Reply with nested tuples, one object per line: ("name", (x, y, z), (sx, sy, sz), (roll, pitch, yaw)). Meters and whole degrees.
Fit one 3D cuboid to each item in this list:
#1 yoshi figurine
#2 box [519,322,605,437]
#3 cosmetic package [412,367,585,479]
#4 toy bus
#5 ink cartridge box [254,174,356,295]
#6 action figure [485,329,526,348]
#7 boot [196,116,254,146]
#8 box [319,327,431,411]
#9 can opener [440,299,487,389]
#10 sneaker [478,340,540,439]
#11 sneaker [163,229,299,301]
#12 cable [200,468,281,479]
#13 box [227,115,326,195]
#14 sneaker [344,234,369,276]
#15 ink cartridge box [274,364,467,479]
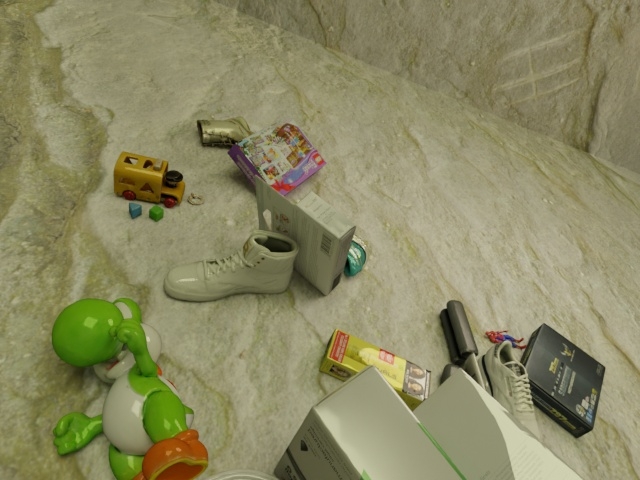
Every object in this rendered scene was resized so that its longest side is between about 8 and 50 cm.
("yoshi figurine", (-0.326, 0.228, 0.652), (0.203, 0.203, 0.362), (-18, 49, -26))
("box", (0.605, 0.342, 1.048), (0.183, 0.059, 0.232), (38, 44, 18))
("cosmetic package", (0.252, 0.357, 0.637), (0.138, 0.224, 0.224), (-37, 52, -16))
("toy bus", (-0.429, -0.162, 1.076), (0.191, 0.105, 0.202), (41, 44, 19))
("ink cartridge box", (-0.044, -0.015, 0.968), (0.238, 0.275, 0.060), (40, 63, 17))
("action figure", (0.494, 0.261, 1.109), (0.115, 0.030, 0.038), (14, 47, -8))
("boot", (-0.296, -0.324, 1.330), (0.164, 0.077, 0.213), (-11, 51, -30))
("box", (0.120, 0.280, 0.894), (0.232, 0.058, 0.087), (24, 42, 2))
("can opener", (0.332, 0.264, 0.996), (0.093, 0.074, 0.281), (15, 42, -8))
("sneaker", (0.438, 0.347, 0.943), (0.089, 0.095, 0.235), (8, 45, -19))
("sneaker", (-0.192, 0.044, 0.920), (0.292, 0.169, 0.108), (-3, 49, -25))
("cable", (-0.122, 0.461, 0.572), (0.256, 0.089, 0.257), (9, 43, -16))
("box", (-0.124, -0.255, 1.291), (0.201, 0.057, 0.293), (52, 43, -6))
("sneaker", (0.000, 0.000, 1.108), (0.275, 0.107, 0.110), (28, 50, 5))
("ink cartridge box", (0.057, 0.357, 0.613), (0.121, 0.289, 0.211), (-23, 58, -35))
